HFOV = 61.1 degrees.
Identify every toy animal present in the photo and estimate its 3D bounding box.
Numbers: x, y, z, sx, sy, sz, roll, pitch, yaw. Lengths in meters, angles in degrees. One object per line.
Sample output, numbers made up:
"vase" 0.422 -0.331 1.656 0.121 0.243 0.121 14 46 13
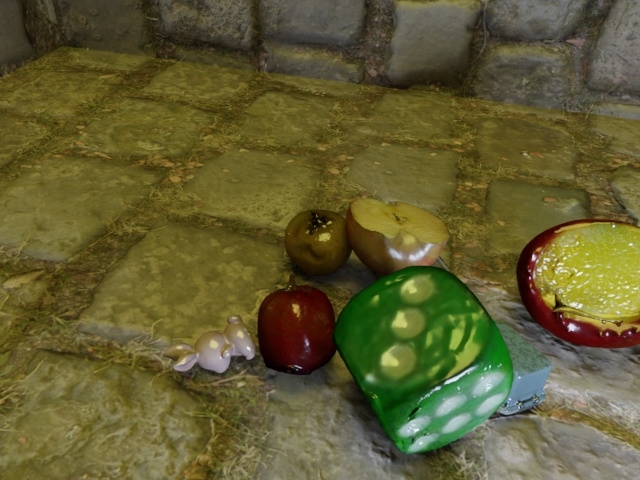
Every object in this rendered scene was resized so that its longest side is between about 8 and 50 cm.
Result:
"toy animal" -0.268 0.274 1.336 0.213 0.124 0.124 -21 43 -15

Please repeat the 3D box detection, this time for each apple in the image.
"apple" 0.201 0.003 1.553 0.293 0.163 0.251 10 27 -13

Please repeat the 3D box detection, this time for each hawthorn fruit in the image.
"hawthorn fruit" -0.063 0.202 1.317 0.215 0.249 0.215 -11 10 2

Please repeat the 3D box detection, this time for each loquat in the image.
"loquat" -0.003 -0.003 1.631 0.213 0.213 0.213 2 37 -2

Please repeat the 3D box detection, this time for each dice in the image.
"dice" 0.216 0.258 1.175 0.297 0.287 0.300 -29 44 -5

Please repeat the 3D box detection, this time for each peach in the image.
"peach" 0.733 0.118 1.443 0.406 0.310 0.335 -1 74 12

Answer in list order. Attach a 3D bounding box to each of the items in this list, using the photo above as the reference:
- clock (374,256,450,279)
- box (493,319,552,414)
"clock" 0.272 0.087 1.639 0.192 0.071 0.147 -10 40 -17
"box" 0.435 0.302 1.322 0.162 0.130 0.227 -6 34 -31
